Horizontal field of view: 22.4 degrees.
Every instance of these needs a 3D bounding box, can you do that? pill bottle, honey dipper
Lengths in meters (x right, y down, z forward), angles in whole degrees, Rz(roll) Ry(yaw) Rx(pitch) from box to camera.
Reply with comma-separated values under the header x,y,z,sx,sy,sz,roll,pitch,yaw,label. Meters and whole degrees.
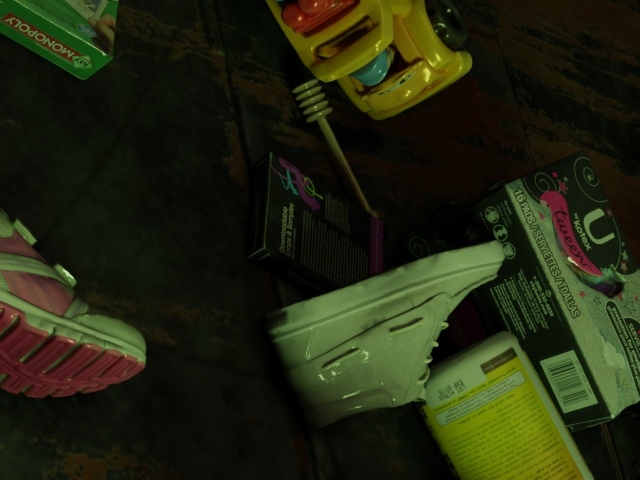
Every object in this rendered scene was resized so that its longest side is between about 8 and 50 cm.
x,y,z,sx,sy,sz,roll,pitch,yaw,label
0.181,0.203,1.536,0.117,0.117,0.215,-23,83,-53,pill bottle
0.018,-0.085,1.625,0.030,0.030,0.160,-22,86,-53,honey dipper

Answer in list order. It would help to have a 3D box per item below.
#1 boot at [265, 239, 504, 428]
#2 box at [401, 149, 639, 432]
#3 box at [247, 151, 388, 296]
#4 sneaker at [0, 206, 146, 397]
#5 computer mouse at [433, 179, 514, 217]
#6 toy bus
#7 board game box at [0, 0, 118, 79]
x,y,z,sx,sy,sz,roll,pitch,yaw,label
0.075,0.087,1.486,0.258,0.095,0.123,-19,89,-27,boot
0.226,0.060,1.621,0.142,0.163,0.247,-24,89,-43,box
0.000,0.000,1.542,0.162,0.029,0.116,32,44,-33,box
-0.231,0.033,1.188,0.252,0.103,0.111,29,47,-35,sneaker
0.198,-0.025,1.779,0.106,0.042,0.193,56,37,-3,computer mouse
0.029,-0.225,1.605,0.220,0.149,0.211,60,26,-1,toy bus
-0.305,-0.298,1.381,0.317,0.046,0.213,30,44,-33,board game box
